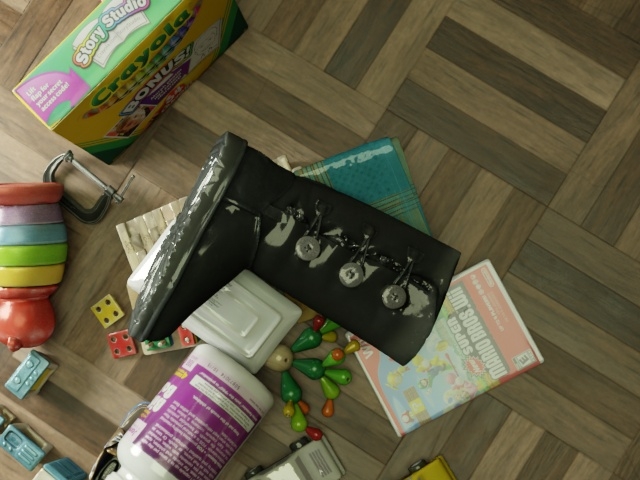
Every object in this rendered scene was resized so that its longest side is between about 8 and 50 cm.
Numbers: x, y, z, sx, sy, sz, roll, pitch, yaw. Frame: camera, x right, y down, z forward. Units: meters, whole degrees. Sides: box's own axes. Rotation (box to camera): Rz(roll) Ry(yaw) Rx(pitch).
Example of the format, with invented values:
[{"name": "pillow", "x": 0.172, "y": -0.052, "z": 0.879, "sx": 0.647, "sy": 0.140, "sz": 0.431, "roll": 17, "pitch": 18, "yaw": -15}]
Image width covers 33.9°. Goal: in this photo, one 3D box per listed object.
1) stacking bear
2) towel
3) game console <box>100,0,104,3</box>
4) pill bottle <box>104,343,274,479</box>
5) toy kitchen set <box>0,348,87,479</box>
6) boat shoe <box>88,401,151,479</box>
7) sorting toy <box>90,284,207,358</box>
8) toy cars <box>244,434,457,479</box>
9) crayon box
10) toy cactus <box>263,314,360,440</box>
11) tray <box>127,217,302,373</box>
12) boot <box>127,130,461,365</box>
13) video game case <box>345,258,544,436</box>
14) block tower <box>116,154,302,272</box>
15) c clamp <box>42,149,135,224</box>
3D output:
[{"name": "stacking bear", "x": -0.523, "y": 0.046, "z": 1.829, "sx": 0.164, "sy": 0.175, "sz": 0.289, "roll": 0, "pitch": 94, "yaw": 11}, {"name": "towel", "x": 0.000, "y": 0.000, "z": 1.795, "sx": 0.370, "sy": 0.040, "sz": 0.271, "roll": -20, "pitch": 112, "yaw": 3}, {"name": "game console", "x": -0.345, "y": -0.471, "z": 1.892, "sx": 0.085, "sy": 0.124, "sz": 0.144, "roll": -35, "pitch": 82, "yaw": 27}, {"name": "pill bottle", "x": -0.228, "y": 0.333, "z": 1.739, "sx": 0.169, "sy": 0.169, "sz": 0.301, "roll": 37, "pitch": 74, "yaw": 6}, {"name": "toy kitchen set", "x": -0.470, "y": 0.316, "z": 1.811, "sx": 0.207, "sy": 0.122, "sz": 0.166, "roll": 38, "pitch": 89, "yaw": 6}, {"name": "boat shoe", "x": -0.341, "y": 0.365, "z": 1.825, "sx": 0.066, "sy": 0.066, "sz": 0.183, "roll": 30, "pitch": 88, "yaw": 6}, {"name": "sorting toy", "x": -0.273, "y": 0.130, "z": 1.816, "sx": 0.274, "sy": 0.046, "sz": 0.132, "roll": -11, "pitch": 97, "yaw": 15}, {"name": "toy cars", "x": 0.046, "y": 0.431, "z": 1.782, "sx": 0.394, "sy": 0.087, "sz": 0.176, "roll": 9, "pitch": 85, "yaw": 5}, {"name": "crayon box", "x": -0.301, "y": -0.308, "z": 1.757, "sx": 0.106, "sy": 0.313, "sz": 0.363, "roll": 45, "pitch": 90, "yaw": 6}, {"name": "toy cactus", "x": -0.036, "y": 0.219, "z": 1.805, "sx": 0.180, "sy": 0.112, "sz": 0.219, "roll": 17, "pitch": 94, "yaw": 11}, {"name": "tray", "x": -0.177, "y": 0.098, "z": 1.759, "sx": 0.270, "sy": 0.030, "sz": 0.145, "roll": 37, "pitch": 97, "yaw": -7}, {"name": "boot", "x": -0.038, "y": 0.084, "z": 1.699, "sx": 0.445, "sy": 0.146, "sz": 0.367, "roll": 28, "pitch": 92, "yaw": -16}, {"name": "video game case", "x": 0.214, "y": 0.186, "z": 1.824, "sx": 0.285, "sy": 0.025, "sz": 0.204, "roll": -28, "pitch": 84, "yaw": 1}, {"name": "block tower", "x": -0.180, "y": -0.046, "z": 1.838, "sx": 0.335, "sy": 0.097, "sz": 0.091, "roll": -22, "pitch": 84, "yaw": 0}, {"name": "c clamp", "x": -0.420, "y": -0.104, "z": 1.878, "sx": 0.161, "sy": 0.022, "sz": 0.137, "roll": 34, "pitch": 113, "yaw": 8}]
